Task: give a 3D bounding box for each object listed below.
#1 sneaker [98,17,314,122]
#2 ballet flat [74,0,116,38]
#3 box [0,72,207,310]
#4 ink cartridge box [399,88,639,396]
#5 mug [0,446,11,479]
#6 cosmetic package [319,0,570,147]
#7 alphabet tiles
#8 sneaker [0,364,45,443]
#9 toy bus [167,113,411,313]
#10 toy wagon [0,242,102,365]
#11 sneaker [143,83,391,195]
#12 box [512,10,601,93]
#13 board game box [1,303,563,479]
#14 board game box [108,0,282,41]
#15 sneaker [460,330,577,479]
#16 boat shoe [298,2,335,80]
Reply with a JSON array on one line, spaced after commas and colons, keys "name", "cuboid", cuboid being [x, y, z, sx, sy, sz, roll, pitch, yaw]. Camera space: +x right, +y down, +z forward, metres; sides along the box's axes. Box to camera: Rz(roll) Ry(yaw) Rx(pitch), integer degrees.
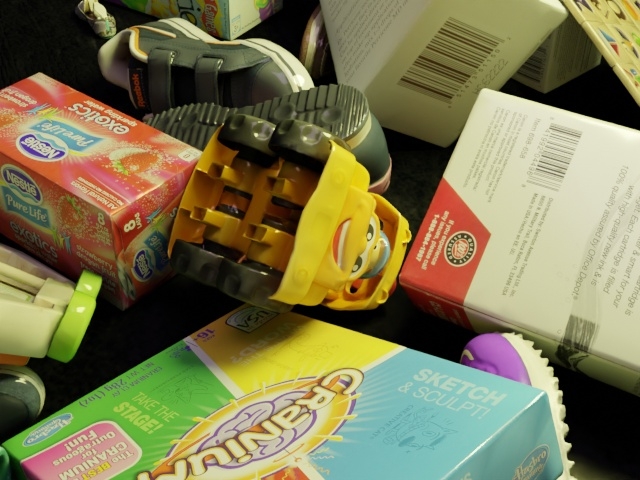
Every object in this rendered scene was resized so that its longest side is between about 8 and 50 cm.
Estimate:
[{"name": "sneaker", "cuboid": [-0.146, -0.182, 1.015, 0.127, 0.126, 0.321, -25, 36, -35]}, {"name": "ballet flat", "cuboid": [-0.333, -0.338, 1.259, 0.041, 0.041, 0.114, -22, 45, -26]}, {"name": "box", "cuboid": [-0.244, -0.057, 0.858, 0.256, 0.123, 0.128, 27, 46, 27]}, {"name": "ink cartridge box", "cuboid": [0.236, 0.009, 0.740, 0.272, 0.114, 0.197, 21, 79, 22]}, {"name": "mug", "cuboid": [-0.221, 0.223, 0.542, 0.129, 0.097, 0.158, 21, 43, 22]}, {"name": "cosmetic package", "cuboid": [0.115, -0.366, 1.069, 0.161, 0.230, 0.453, 14, 47, -29]}, {"name": "alphabet tiles", "cuboid": [0.390, -0.230, 1.013, 0.342, 0.011, 0.285, -15, 70, -51]}, {"name": "sneaker", "cuboid": [-0.303, 0.176, 0.592, 0.226, 0.086, 0.163, -18, 32, -8]}, {"name": "toy bus", "cuboid": [0.000, 0.000, 0.742, 0.211, 0.150, 0.220, 25, -5, -31]}, {"name": "toy wagon", "cuboid": [-0.307, 0.022, 0.647, 0.267, 0.068, 0.344, 24, 1, -14]}, {"name": "sneaker", "cuboid": [-0.075, -0.077, 0.921, 0.318, 0.131, 0.112, 0, 56, 30]}, {"name": "box", "cuboid": [0.328, -0.289, 1.159, 0.137, 0.126, 0.072, -29, 47, -32]}, {"name": "board game box", "cuboid": [-0.041, 0.147, 0.573, 0.242, 0.064, 0.316, -30, 24, -33]}, {"name": "board game box", "cuboid": [-0.209, -0.425, 1.287, 0.275, 0.142, 0.144, 22, 44, 23]}, {"name": "sneaker", "cuboid": [0.100, 0.177, 0.608, 0.146, 0.102, 0.293, 1, 40, 0]}, {"name": "boat shoe", "cuboid": [0.049, -0.294, 1.182, 0.095, 0.095, 0.257, 18, 42, 10]}]
